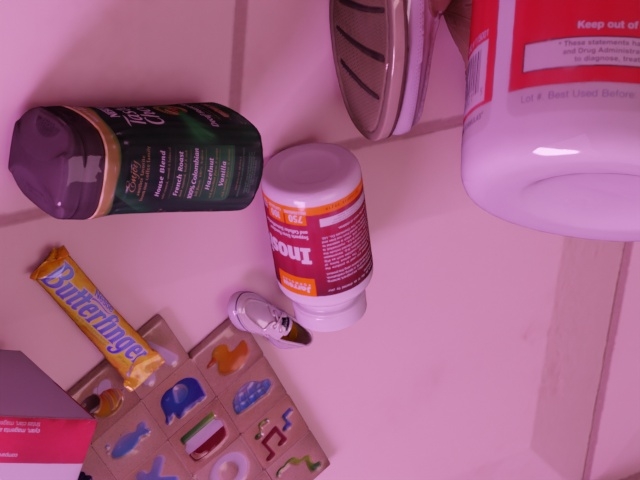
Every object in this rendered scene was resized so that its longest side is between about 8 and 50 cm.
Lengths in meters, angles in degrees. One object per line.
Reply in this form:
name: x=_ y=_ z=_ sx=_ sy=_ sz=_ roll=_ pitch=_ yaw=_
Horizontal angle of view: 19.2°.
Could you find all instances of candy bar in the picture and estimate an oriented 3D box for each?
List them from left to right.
candy bar: x=-0.183 y=0.063 z=1.538 sx=0.040 sy=0.018 sz=0.161 roll=-43 pitch=130 yaw=-9

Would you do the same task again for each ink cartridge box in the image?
ink cartridge box: x=-0.276 y=0.183 z=1.437 sx=0.127 sy=0.128 sz=0.176 roll=7 pitch=108 yaw=-44

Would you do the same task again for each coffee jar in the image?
coffee jar: x=-0.142 y=-0.063 z=1.449 sx=0.184 sy=0.096 sz=0.079 roll=-5 pitch=115 yaw=-38

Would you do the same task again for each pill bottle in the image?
pill bottle: x=0.000 y=0.000 z=1.610 sx=0.086 sy=0.086 sz=0.152 roll=-27 pitch=129 yaw=-24
pill bottle: x=0.235 y=-0.221 z=1.476 sx=0.229 sy=0.229 sz=0.407 roll=22 pitch=68 yaw=-45

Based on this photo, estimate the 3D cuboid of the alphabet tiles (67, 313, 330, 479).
alphabet tiles: x=-0.137 y=0.227 z=1.687 sx=0.285 sy=0.011 sz=0.342 roll=-41 pitch=134 yaw=-13

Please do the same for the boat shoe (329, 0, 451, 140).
boat shoe: x=0.074 y=-0.225 z=1.518 sx=0.103 sy=0.113 sz=0.302 roll=-14 pitch=123 yaw=-26

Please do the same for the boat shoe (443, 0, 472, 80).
boat shoe: x=0.178 y=-0.156 z=1.655 sx=0.092 sy=0.103 sz=0.285 roll=-33 pitch=125 yaw=-16

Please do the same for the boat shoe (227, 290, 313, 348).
boat shoe: x=-0.041 y=0.071 z=1.647 sx=0.100 sy=0.035 sz=0.035 roll=38 pitch=62 yaw=-47
